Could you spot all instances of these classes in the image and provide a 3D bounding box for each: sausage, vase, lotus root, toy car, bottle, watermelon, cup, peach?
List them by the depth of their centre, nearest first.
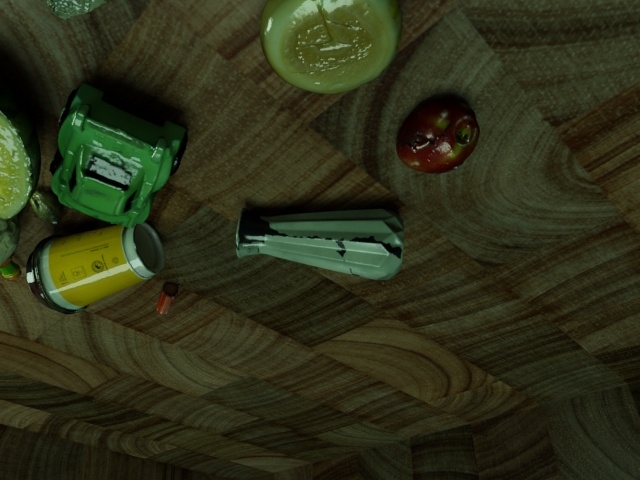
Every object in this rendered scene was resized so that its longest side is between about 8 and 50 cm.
[{"bbox_3d":[-0.642,-0.199,0.873,0.330,0.190,0.331,-4,129,-5],"label":"watermelon"},{"bbox_3d":[0.200,-0.191,0.926,0.092,0.127,0.172,24,163,-37],"label":"peach"},{"bbox_3d":[-0.386,-0.140,0.944,0.213,0.177,0.358,23,138,-23],"label":"toy car"},{"bbox_3d":[0.000,0.000,1.133,0.359,0.165,0.165,4,142,2],"label":"vase"},{"bbox_3d":[-0.611,-0.073,1.137,0.054,0.049,0.099,-8,141,-2],"label":"lotus root"},{"bbox_3d":[-0.523,0.054,1.200,0.279,0.197,0.196,-17,139,9],"label":"cup"},{"bbox_3d":[-0.813,0.036,1.272,0.069,0.069,0.187,-1,143,3],"label":"bottle"},{"bbox_3d":[-0.440,0.175,1.449,0.048,0.050,0.145,-24,160,-40],"label":"sausage"}]

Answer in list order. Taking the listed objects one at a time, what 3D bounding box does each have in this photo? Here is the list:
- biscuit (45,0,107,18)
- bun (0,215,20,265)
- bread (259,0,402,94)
[{"bbox_3d":[-0.306,-0.406,0.706,0.249,0.046,0.147,-9,140,14],"label":"biscuit"},{"bbox_3d":[-0.778,-0.019,1.100,0.230,0.133,0.231,-8,118,-14],"label":"bun"},{"bbox_3d":[0.017,-0.315,0.762,0.213,0.105,0.213,-2,142,-1],"label":"bread"}]
